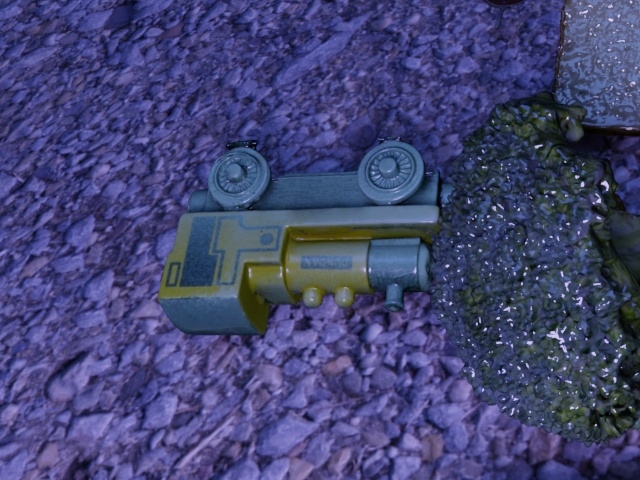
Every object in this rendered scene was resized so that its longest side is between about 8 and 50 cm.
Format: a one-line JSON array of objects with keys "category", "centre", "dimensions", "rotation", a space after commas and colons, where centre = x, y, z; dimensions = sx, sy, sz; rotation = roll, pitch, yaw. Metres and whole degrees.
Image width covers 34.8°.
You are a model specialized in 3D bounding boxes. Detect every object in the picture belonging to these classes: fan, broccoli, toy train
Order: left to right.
[{"category": "toy train", "centre": [0.000, 0.000, 1.263], "dimensions": [0.369, 0.150, 0.237], "rotation": [-2, 60, 17]}, {"category": "fan", "centre": [0.280, -0.367, 1.553], "dimensions": [0.085, 0.005, 0.133], "rotation": [4, 53, 20]}, {"category": "broccoli", "centre": [0.242, 0.033, 1.087], "dimensions": [0.249, 0.302, 0.375], "rotation": [-25, 73, 30]}]

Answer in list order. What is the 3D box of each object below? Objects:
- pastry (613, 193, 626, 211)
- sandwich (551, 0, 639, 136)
[{"category": "pastry", "centre": [0.317, -0.015, 1.222], "dimensions": [0.109, 0.057, 0.097], "rotation": [-36, 49, -14]}, {"category": "sandwich", "centre": [0.408, -0.256, 1.298], "dimensions": [0.226, 0.087, 0.251], "rotation": [4, 89, 23]}]
